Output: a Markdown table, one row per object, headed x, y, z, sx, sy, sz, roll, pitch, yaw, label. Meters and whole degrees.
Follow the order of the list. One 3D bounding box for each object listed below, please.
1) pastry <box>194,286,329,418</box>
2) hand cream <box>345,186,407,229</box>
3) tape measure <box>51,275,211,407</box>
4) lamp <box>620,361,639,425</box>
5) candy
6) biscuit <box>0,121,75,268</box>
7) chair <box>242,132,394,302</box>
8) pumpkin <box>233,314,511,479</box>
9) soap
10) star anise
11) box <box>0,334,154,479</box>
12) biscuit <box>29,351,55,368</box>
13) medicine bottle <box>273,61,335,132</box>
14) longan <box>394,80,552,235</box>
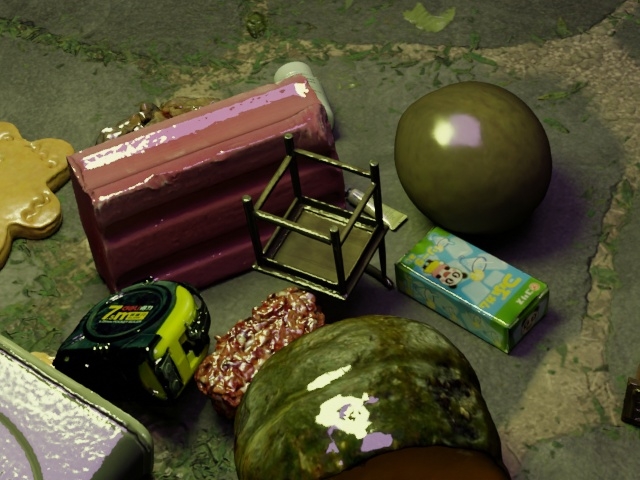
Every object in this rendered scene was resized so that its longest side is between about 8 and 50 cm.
| x | y | z | sx | sy | sz | roll | pitch | yaw | label |
| --- | --- | --- | --- | --- | --- | --- | --- | --- | --- |
| -0.071 | 0.150 | 1.723 | 0.115 | 0.097 | 0.208 | 37 | 61 | 19 | pastry |
| 0.078 | -0.048 | 1.956 | 0.102 | 0.022 | 0.035 | 31 | 56 | 23 | hand cream |
| -0.229 | 0.135 | 1.724 | 0.199 | 0.112 | 0.186 | -2 | 35 | 28 | tape measure |
| 0.480 | 0.103 | 1.731 | 0.090 | 0.089 | 0.325 | 15 | 50 | 18 | lamp |
| 0.206 | 0.065 | 1.808 | 0.194 | 0.062 | 0.097 | 30 | 55 | 29 | candy |
| -0.528 | -0.051 | 1.985 | 0.275 | 0.052 | 0.355 | 21 | 51 | 23 | biscuit |
| 0.000 | 0.000 | 1.759 | 0.154 | 0.260 | 0.141 | 19 | 57 | 21 | chair |
| 0.051 | 0.235 | 1.530 | 0.303 | 0.256 | 0.225 | -5 | 41 | -22 | pumpkin |
| -0.149 | -0.064 | 1.842 | 0.359 | 0.233 | 0.128 | -21 | 47 | -16 | soap |
| -0.238 | -0.159 | 1.970 | 0.223 | 0.109 | 0.236 | -5 | 24 | 21 | star anise |
| -0.359 | 0.252 | 1.603 | 0.274 | 0.138 | 0.178 | 28 | 58 | 13 | box |
| -0.502 | 0.218 | 1.734 | 0.309 | 0.040 | 0.204 | 3 | 47 | 8 | biscuit |
| -0.029 | -0.217 | 2.082 | 0.080 | 0.080 | 0.130 | -12 | 46 | -7 | medicine bottle |
| 0.212 | -0.125 | 1.878 | 0.248 | 0.248 | 0.248 | -2 | 46 | 2 | longan |
